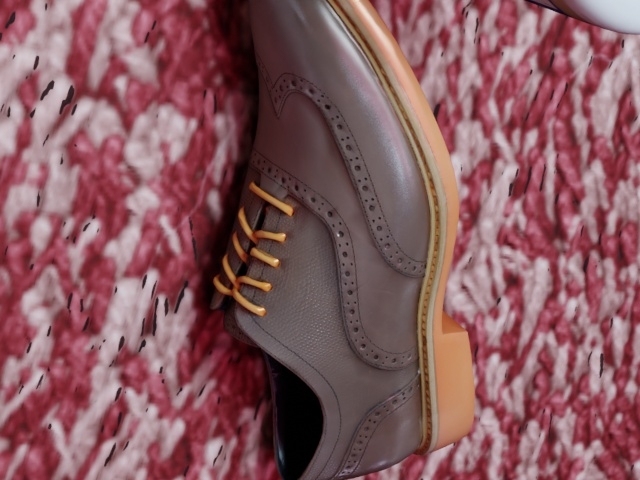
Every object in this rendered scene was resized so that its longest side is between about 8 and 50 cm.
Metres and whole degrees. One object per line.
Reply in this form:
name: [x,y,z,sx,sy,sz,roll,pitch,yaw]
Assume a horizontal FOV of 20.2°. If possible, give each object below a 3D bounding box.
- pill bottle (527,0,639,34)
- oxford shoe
pill bottle: [0.095,-0.212,0.944,0.153,0.265,0.153,-17,121,-32]
oxford shoe: [0.000,0.000,1.061,0.133,0.130,0.363,-24,122,-19]
